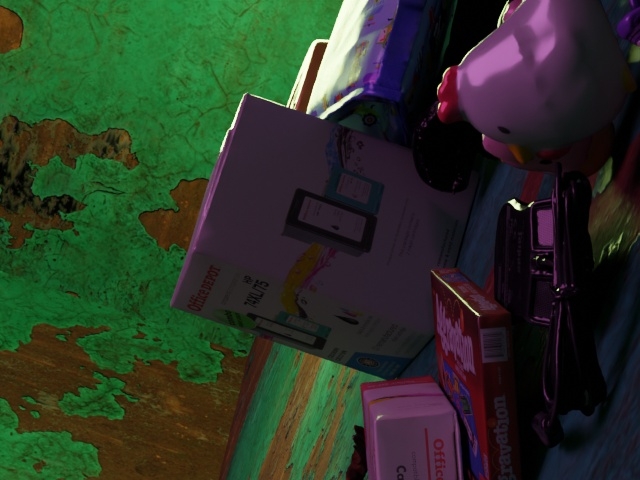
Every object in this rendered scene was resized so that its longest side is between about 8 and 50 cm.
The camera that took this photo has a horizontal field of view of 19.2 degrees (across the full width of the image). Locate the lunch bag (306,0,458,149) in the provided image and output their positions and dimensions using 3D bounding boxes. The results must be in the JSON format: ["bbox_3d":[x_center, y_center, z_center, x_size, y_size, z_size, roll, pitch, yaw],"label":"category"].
[{"bbox_3d":[0.080,-0.223,2.020,0.293,0.138,0.221,105,-177,-78],"label":"lunch bag"}]

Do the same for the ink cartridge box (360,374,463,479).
[{"bbox_3d":[0.074,0.183,1.508,0.198,0.067,0.115,-123,27,-84],"label":"ink cartridge box"}]

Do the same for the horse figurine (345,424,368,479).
[{"bbox_3d":[0.018,0.313,1.876,0.174,0.066,0.263,-174,101,-79],"label":"horse figurine"}]

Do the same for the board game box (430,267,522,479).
[{"bbox_3d":[0.117,0.108,1.451,0.281,0.027,0.145,-122,28,-84],"label":"board game box"}]

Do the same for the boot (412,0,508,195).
[{"bbox_3d":[0.167,-0.191,1.950,0.207,0.094,0.246,-71,-3,-50],"label":"boot"}]

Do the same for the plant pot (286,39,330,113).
[{"bbox_3d":[0.054,-0.120,2.326,0.291,0.203,0.291,-161,90,-84],"label":"plant pot"}]

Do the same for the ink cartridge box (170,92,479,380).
[{"bbox_3d":[0.000,0.000,2.055,0.198,0.270,0.197,120,168,-67],"label":"ink cartridge box"}]

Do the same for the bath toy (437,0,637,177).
[{"bbox_3d":[0.157,-0.109,1.346,0.348,0.129,0.151,-32,-81,-80],"label":"bath toy"}]

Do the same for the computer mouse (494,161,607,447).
[{"bbox_3d":[0.168,0.052,1.315,0.262,0.060,0.184,122,149,-83],"label":"computer mouse"}]

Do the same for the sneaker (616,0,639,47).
[{"bbox_3d":[0.244,-0.203,1.300,0.068,0.071,0.170,119,170,-62],"label":"sneaker"}]
